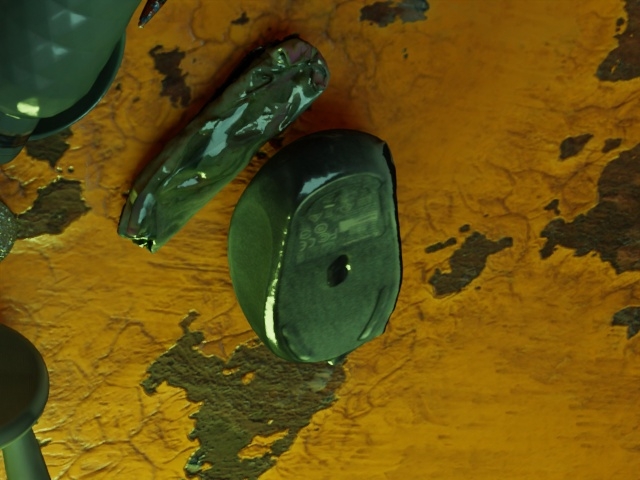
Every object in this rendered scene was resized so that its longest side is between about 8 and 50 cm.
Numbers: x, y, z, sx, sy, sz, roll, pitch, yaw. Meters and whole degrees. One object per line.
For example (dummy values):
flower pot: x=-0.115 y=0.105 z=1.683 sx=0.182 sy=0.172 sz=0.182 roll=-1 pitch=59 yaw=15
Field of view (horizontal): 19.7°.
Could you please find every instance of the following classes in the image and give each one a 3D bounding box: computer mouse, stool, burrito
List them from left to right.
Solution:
stool: x=-0.395 y=0.217 z=2.014 sx=0.195 sy=0.195 sz=0.199 roll=-11 pitch=134 yaw=-21
burrito: x=-0.114 y=-0.102 z=1.980 sx=0.309 sy=0.066 sz=0.096 roll=-45 pitch=137 yaw=17
computer mouse: x=0.000 y=-0.003 z=2.098 sx=0.203 sy=0.114 sz=0.374 roll=-18 pitch=142 yaw=-18

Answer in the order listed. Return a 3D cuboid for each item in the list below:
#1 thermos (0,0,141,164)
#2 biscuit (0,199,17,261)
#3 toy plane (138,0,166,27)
thermos: x=-0.256 y=-0.203 z=1.765 sx=0.182 sy=0.145 sz=0.286 roll=1 pitch=131 yaw=-47
biscuit: x=-0.379 y=-0.003 z=1.956 sx=0.120 sy=0.015 sz=0.120 roll=-15 pitch=133 yaw=-17
toy plane: x=-0.130 y=-0.293 z=1.801 sx=0.130 sy=0.061 sz=0.189 roll=25 pitch=108 yaw=-42
